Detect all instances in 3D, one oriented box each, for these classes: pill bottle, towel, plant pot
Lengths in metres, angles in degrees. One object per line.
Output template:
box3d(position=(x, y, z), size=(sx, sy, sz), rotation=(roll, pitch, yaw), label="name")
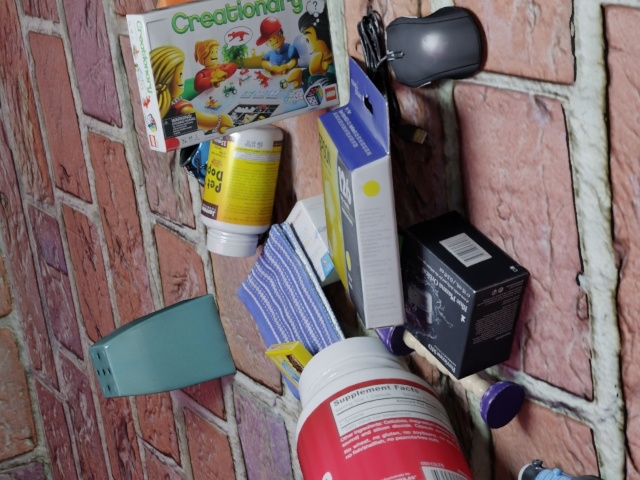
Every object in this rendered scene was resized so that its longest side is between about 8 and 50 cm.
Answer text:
box3d(position=(-0.132, -0.086, 2.107), size=(0.117, 0.117, 0.215), rotation=(25, 109, 53), label="pill bottle")
box3d(position=(-0.053, 0.129, 2.165), size=(0.243, 0.040, 0.336), rotation=(62, 159, 13), label="towel")
box3d(position=(-0.322, 0.224, 2.539), size=(0.166, 0.234, 0.165), rotation=(-16, 92, 60), label="plant pot")
box3d(position=(0.091, 0.329, 1.811), size=(0.407, 0.229, 0.229), rotation=(-110, 20, -52), label="pill bottle")

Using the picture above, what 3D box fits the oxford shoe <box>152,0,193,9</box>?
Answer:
box3d(position=(-0.215, -0.480, 2.078), size=(0.132, 0.130, 0.363), rotation=(68, 151, 20), label="oxford shoe")

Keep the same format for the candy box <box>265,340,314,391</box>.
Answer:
box3d(position=(0.000, 0.250, 2.129), size=(0.206, 0.027, 0.105), rotation=(50, 157, -12), label="candy box")

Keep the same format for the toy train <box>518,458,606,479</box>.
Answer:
box3d(position=(0.319, 0.349, 1.671), size=(0.184, 0.080, 0.105), rotation=(15, 110, 58), label="toy train")

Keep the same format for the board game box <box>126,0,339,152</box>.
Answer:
box3d(position=(-0.119, -0.257, 1.846), size=(0.053, 0.305, 0.193), rotation=(16, 120, 53), label="board game box")

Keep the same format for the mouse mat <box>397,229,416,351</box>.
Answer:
box3d(position=(0.103, 0.061, 1.950), size=(0.152, 0.007, 0.189), rotation=(32, 133, 49), label="mouse mat")

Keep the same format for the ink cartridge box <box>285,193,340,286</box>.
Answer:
box3d(position=(0.000, 0.000, 2.046), size=(0.122, 0.052, 0.088), rotation=(61, 149, 16), label="ink cartridge box")

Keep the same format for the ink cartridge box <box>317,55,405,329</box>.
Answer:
box3d(position=(0.049, -0.074, 1.785), size=(0.303, 0.072, 0.307), rotation=(-113, 14, -70), label="ink cartridge box")

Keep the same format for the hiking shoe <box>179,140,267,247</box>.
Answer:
box3d(position=(-0.181, -0.122, 2.207), size=(0.113, 0.132, 0.304), rotation=(-6, 101, 61), label="hiking shoe")

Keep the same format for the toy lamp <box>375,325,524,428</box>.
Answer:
box3d(position=(0.171, 0.167, 1.822), size=(0.275, 0.080, 0.080), rotation=(37, 136, 43), label="toy lamp")

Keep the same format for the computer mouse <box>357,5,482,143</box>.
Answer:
box3d(position=(0.121, -0.213, 1.710), size=(0.262, 0.060, 0.184), rotation=(13, 116, 58), label="computer mouse")

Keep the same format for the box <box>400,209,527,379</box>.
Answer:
box3d(position=(0.183, 0.073, 1.730), size=(0.156, 0.093, 0.158), rotation=(44, 142, 40), label="box")
